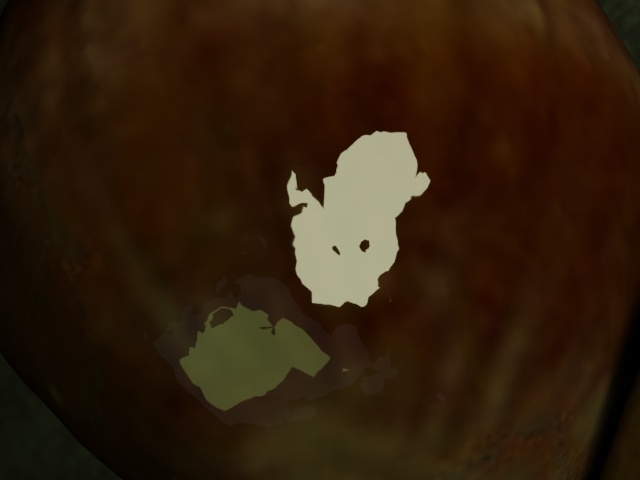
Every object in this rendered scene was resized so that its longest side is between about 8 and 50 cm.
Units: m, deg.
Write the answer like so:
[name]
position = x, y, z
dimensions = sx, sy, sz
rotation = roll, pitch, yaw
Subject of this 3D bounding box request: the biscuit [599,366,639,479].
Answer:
[biscuit]
position = 0.172, 0.052, 0.573
dimensions = 0.277, 0.052, 0.262
rotation = -33, 141, -31

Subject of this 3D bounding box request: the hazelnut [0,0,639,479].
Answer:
[hazelnut]
position = 0.000, 0.000, 0.510
dimensions = 0.214, 0.214, 0.176
rotation = 14, 136, -12
